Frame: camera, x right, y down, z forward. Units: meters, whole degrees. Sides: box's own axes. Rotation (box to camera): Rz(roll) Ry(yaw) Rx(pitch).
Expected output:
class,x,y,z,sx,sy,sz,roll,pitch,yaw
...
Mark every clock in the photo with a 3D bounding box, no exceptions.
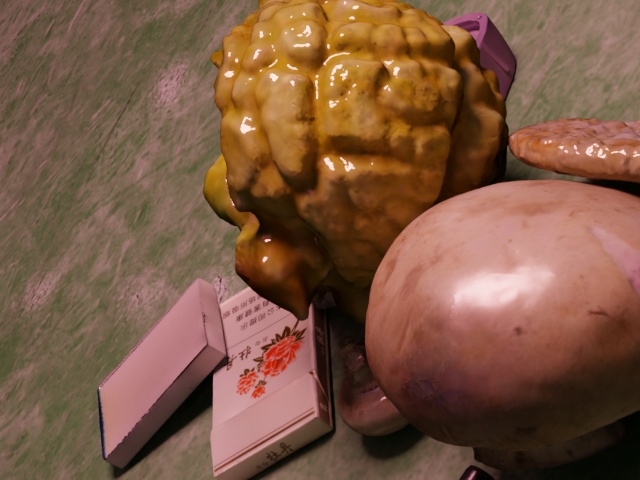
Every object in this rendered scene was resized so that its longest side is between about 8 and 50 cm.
class,x,y,z,sx,sy,sz,roll,pitch,yaw
clock,0.100,-0.116,1.684,0.110,0.050,0.152,-9,49,44

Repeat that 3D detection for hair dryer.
class,x,y,z,sx,sy,sz,roll,pitch,yaw
hair dryer,0.119,0.189,1.366,0.083,0.026,0.047,20,72,52

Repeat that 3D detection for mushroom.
class,x,y,z,sx,sy,sz,roll,pitch,yaw
mushroom,0.155,0.053,1.323,0.255,0.184,0.255,-12,8,2
mushroom,0.042,0.102,1.493,0.085,0.079,0.085,-27,38,24

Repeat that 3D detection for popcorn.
class,x,y,z,sx,sy,sz,roll,pitch,yaw
popcorn,0.026,-0.070,1.481,0.224,0.257,0.270,19,45,17

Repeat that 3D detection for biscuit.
class,x,y,z,sx,sy,sz,roll,pitch,yaw
biscuit,0.229,-0.064,1.403,0.265,0.188,0.040,-129,40,-80

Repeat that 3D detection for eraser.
class,x,y,z,sx,sy,sz,roll,pitch,yaw
eraser,-0.139,0.113,1.714,0.150,0.023,0.104,-48,28,20

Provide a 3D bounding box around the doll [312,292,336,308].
class,x,y,z,sx,sy,sz,roll,pitch,yaw
doll,0.000,0.000,1.640,0.079,0.094,0.180,-61,32,22

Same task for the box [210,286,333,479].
class,x,y,z,sx,sy,sz,roll,pitch,yaw
box,-0.041,0.103,1.636,0.109,0.029,0.198,-32,35,23
